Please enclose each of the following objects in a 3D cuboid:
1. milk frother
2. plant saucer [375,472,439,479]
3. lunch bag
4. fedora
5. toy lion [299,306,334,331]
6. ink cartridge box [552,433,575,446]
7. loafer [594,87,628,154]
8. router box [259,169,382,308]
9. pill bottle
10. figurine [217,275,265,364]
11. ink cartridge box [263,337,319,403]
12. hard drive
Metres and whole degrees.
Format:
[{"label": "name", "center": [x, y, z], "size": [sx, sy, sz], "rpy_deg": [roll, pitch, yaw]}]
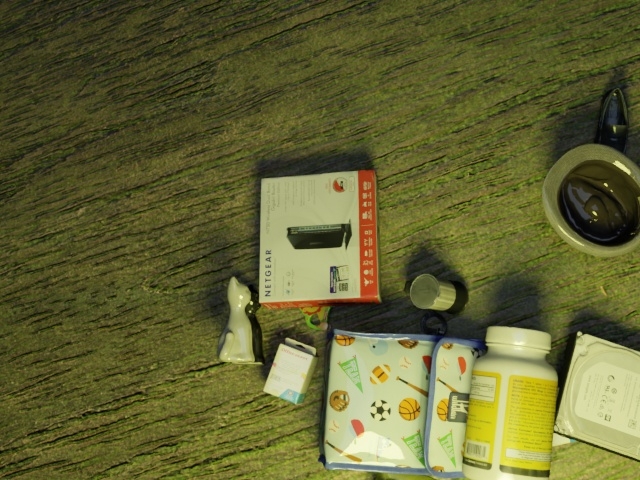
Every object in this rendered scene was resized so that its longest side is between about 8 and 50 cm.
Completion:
[{"label": "milk frother", "center": [0.272, 0.162, 1.890], "size": [0.129, 0.134, 0.143], "rpy_deg": [-11, 73, 41]}, {"label": "plant saucer", "center": [0.204, 0.649, 1.865], "size": [0.188, 0.045, 0.189], "rpy_deg": [17, 84, 14]}, {"label": "lunch bag", "center": [0.200, 0.379, 1.825], "size": [0.385, 0.239, 0.328], "rpy_deg": [6, 81, -4]}, {"label": "fedora", "center": [0.653, -0.091, 1.861], "size": [0.275, 0.124, 0.244], "rpy_deg": [38, 92, 4]}, {"label": "toy lion", "center": [-0.012, 0.176, 2.001], "size": [0.096, 0.034, 0.100], "rpy_deg": [9, 82, 20]}, {"label": "ink cartridge box", "center": [0.494, 0.421, 1.829], "size": [0.230, 0.078, 0.134], "rpy_deg": [-16, 77, 9]}, {"label": "loafer", "center": [0.711, -0.263, 1.905], "size": [0.076, 0.078, 0.223], "rpy_deg": [4, 82, 13]}, {"label": "router box", "center": [0.000, 0.000, 1.982], "size": [0.300, 0.082, 0.336], "rpy_deg": [-4, 73, 11]}, {"label": "pill bottle", "center": [0.421, 0.363, 1.717], "size": [0.187, 0.188, 0.334], "rpy_deg": [7, 81, 12]}, {"label": "figurine", "center": [-0.196, 0.199, 1.939], "size": [0.092, 0.215, 0.210], "rpy_deg": [-1, 78, 6]}, {"label": "ink cartridge box", "center": [-0.068, 0.325, 1.953], "size": [0.092, 0.090, 0.143], "rpy_deg": [20, 84, 14]}, {"label": "hard drive", "center": [0.702, 0.369, 1.754], "size": [0.338, 0.064, 0.237], "rpy_deg": [20, 76, 0]}]
